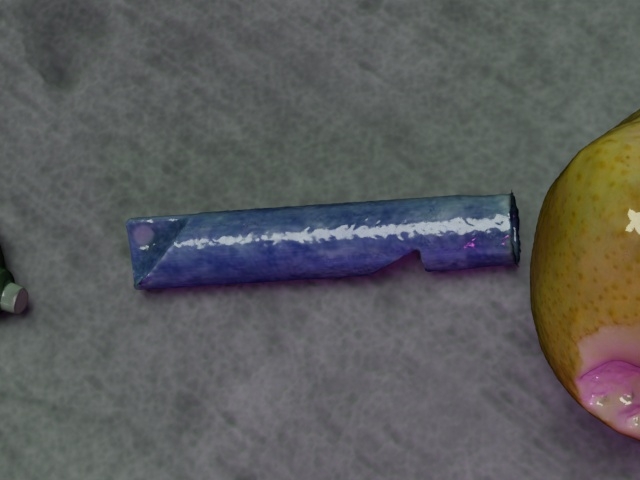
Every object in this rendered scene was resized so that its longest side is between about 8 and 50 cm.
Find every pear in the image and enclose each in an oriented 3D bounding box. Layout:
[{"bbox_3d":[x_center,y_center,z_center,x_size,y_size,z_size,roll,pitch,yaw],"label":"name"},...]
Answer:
[{"bbox_3d":[0.264,0.020,1.072,0.271,0.271,0.271,-5,66,11],"label":"pear"}]

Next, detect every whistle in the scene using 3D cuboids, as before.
[{"bbox_3d":[0.000,0.000,1.244,0.304,0.062,0.062,-4,66,11],"label":"whistle"}]

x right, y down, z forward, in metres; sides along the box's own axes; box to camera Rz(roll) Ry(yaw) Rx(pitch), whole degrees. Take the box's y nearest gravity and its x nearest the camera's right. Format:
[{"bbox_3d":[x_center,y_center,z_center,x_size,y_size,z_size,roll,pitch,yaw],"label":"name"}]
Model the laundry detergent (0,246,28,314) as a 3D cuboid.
[{"bbox_3d":[-0.327,0.008,1.313,0.211,0.063,0.137,16,65,19],"label":"laundry detergent"}]
